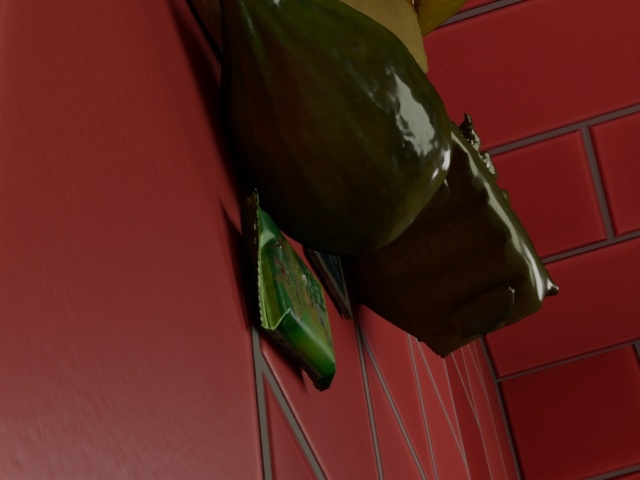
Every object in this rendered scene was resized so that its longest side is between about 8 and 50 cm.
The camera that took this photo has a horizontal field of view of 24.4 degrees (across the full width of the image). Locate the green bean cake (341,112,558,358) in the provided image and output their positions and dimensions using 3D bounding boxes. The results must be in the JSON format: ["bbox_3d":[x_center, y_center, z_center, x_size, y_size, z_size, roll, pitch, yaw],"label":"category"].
[{"bbox_3d":[0.099,-0.041,1.632,0.285,0.202,0.310,58,11,-16],"label":"green bean cake"}]

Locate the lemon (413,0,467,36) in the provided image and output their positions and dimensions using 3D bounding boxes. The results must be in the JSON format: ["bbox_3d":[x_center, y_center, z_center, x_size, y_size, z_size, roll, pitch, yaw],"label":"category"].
[{"bbox_3d":[0.055,-0.350,1.578,0.297,0.297,0.297,-17,90,-82],"label":"lemon"}]

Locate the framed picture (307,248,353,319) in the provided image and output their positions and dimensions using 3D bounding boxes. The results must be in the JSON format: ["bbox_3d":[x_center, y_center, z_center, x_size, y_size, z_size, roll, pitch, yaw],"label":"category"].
[{"bbox_3d":[0.000,0.000,1.436,0.149,0.011,0.109,60,16,-59],"label":"framed picture"}]

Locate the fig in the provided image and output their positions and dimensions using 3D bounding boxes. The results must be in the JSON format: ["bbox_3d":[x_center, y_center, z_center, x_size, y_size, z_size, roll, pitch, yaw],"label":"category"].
[{"bbox_3d":[-0.005,-0.102,1.143,0.233,0.167,0.167,48,11,-6],"label":"fig"}]

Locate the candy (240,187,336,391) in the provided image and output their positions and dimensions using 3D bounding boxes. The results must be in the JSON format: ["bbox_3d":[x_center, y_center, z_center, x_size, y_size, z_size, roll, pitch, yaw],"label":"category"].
[{"bbox_3d":[-0.024,0.042,1.091,0.178,0.032,0.102,57,18,-65],"label":"candy"}]

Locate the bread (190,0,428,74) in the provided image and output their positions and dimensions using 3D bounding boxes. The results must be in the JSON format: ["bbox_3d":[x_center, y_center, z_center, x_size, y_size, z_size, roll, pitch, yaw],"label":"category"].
[{"bbox_3d":[-0.023,-0.235,1.214,0.264,0.163,0.168,60,16,-58],"label":"bread"}]
